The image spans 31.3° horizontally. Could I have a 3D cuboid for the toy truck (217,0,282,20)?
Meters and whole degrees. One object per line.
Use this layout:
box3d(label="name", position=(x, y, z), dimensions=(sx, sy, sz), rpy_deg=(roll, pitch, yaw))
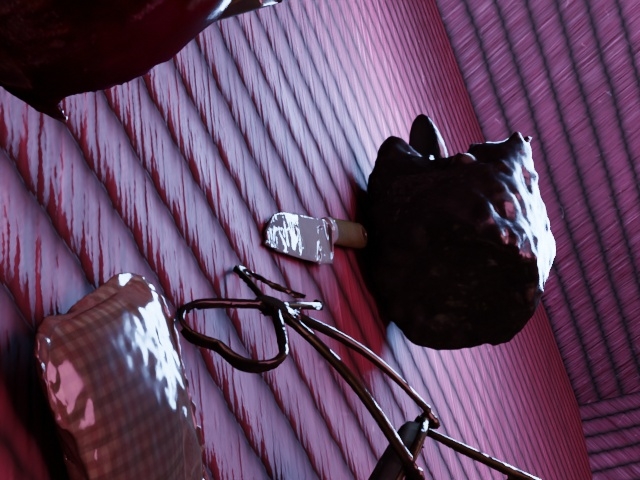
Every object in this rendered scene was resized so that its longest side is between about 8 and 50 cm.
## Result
box3d(label="toy truck", position=(-0.105, -0.260, 0.673), dimensions=(0.157, 0.124, 0.272), rpy_deg=(-42, 118, -63))

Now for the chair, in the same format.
box3d(label="chair", position=(0.039, 0.168, 0.729), dimensions=(0.326, 0.170, 0.160), rpy_deg=(30, 20, 5))

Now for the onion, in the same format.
box3d(label="onion", position=(-0.086, -0.161, 0.489), dimensions=(0.135, 0.198, 0.173), rpy_deg=(54, 6, -38))

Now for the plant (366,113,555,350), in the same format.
box3d(label="plant", position=(0.153, -0.016, 1.228), dimensions=(0.276, 0.188, 0.199), rpy_deg=(-78, 150, -60))

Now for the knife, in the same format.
box3d(label="knife", position=(0.003, 0.000, 0.990), dimensions=(0.298, 0.017, 0.047), rpy_deg=(10, 71, -74))

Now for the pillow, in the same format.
box3d(label="pillow", position=(-0.076, 0.123, 0.535), dimensions=(0.135, 0.034, 0.211), rpy_deg=(-45, 119, -75))
